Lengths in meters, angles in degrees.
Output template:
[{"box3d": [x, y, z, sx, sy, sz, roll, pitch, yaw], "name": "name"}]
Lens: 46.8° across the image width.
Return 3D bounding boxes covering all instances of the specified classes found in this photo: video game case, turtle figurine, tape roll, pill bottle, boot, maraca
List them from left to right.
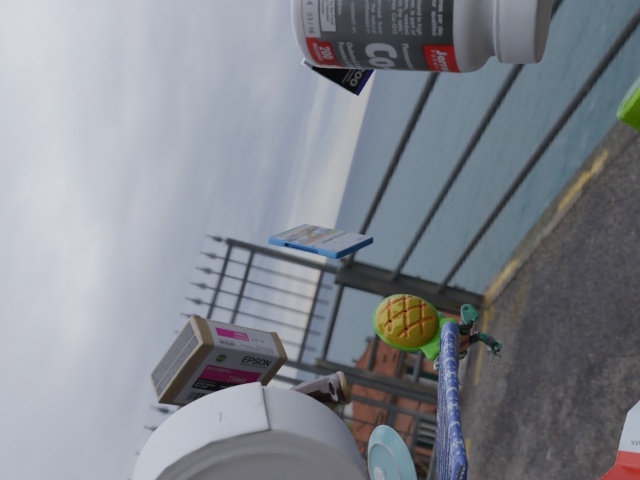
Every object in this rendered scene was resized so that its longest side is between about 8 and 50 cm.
[{"box3d": [-0.078, 0.313, 0.852, 0.100, 0.286, 0.286, -115, 38, -69], "name": "tape roll"}, {"box3d": [-0.035, 0.416, 1.950, 0.248, 0.207, 0.090, 134, 120, -75], "name": "boot"}, {"box3d": [0.000, 0.000, 1.419, 0.119, 0.166, 0.015, -23, -62, -49], "name": "video game case"}, {"box3d": [0.197, 0.178, 1.538, 0.127, 0.186, 0.099, -55, -26, -22], "name": "maraca"}, {"box3d": [0.122, -0.283, 0.880, 0.161, 0.283, 0.161, 8, -90, -69], "name": "pill bottle"}, {"box3d": [0.340, 0.252, 1.810, 0.118, 0.175, 0.234, 54, 172, 43], "name": "turtle figurine"}]

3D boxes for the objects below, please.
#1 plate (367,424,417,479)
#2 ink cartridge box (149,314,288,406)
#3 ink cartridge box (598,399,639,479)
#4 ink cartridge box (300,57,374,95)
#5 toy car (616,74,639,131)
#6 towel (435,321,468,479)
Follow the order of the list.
[{"box3d": [0.137, 0.470, 1.497, 0.188, 0.024, 0.188, 24, 117, 60], "name": "plate"}, {"box3d": [-0.221, 0.277, 1.616, 0.193, 0.235, 0.088, -53, 42, 22], "name": "ink cartridge box"}, {"box3d": [0.789, 0.431, 1.571, 0.385, 0.308, 0.091, -19, -81, -42], "name": "ink cartridge box"}, {"box3d": [0.085, -0.420, 1.568, 0.208, 0.045, 0.206, 16, -70, -50], "name": "ink cartridge box"}, {"box3d": [0.311, -0.084, 0.515, 0.149, 0.155, 0.188, -61, -7, 30], "name": "toy car"}, {"box3d": [0.186, 0.291, 1.021, 0.336, 0.040, 0.243, -74, -17, -66], "name": "towel"}]
